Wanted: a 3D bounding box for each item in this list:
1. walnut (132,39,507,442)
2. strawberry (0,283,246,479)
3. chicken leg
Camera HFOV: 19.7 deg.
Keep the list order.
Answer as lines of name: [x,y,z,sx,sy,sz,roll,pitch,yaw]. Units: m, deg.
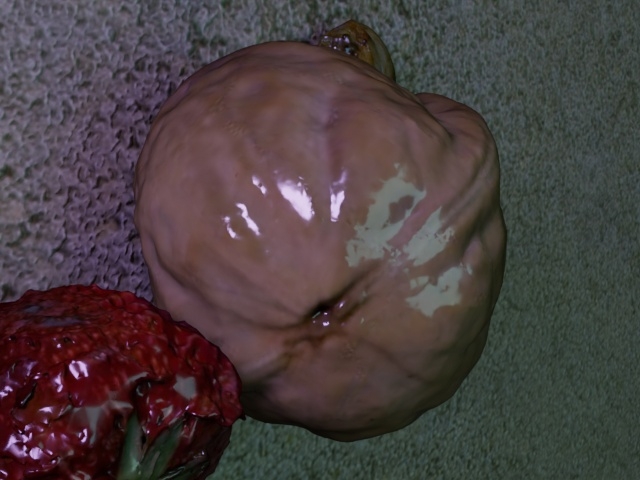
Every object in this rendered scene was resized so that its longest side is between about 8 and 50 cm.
walnut: [0.000,0.000,1.612,0.381,0.381,0.381,-2,92,-57]
strawberry: [-0.201,0.139,1.439,0.274,0.220,0.274,-29,152,-17]
chicken leg: [0.033,-0.112,1.903,0.103,0.088,0.227,-30,122,-64]
